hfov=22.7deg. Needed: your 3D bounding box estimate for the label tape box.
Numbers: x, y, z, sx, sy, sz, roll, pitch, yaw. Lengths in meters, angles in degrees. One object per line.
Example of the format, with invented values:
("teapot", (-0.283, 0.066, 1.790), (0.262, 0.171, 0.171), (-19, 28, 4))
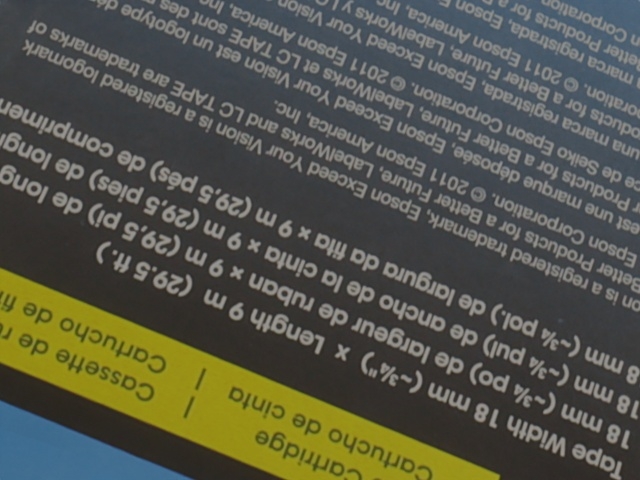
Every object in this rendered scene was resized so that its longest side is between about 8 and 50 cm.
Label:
("label tape box", (0.000, 0.000, 0.512), (0.240, 0.106, 0.333), (23, 69, -3))
